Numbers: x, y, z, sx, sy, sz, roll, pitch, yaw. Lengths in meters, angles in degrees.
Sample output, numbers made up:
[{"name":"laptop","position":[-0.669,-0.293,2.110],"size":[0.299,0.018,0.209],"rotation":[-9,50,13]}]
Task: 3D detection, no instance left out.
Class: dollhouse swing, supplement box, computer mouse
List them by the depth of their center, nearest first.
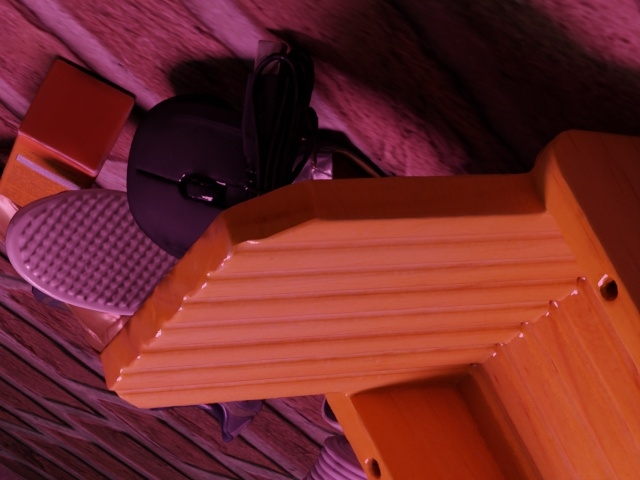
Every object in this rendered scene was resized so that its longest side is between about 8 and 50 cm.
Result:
[{"name":"dollhouse swing","position":[0.085,0.124,1.246],"size":[0.315,0.305,0.347],"rotation":[63,145,13]},{"name":"computer mouse","position":[-0.088,-0.052,1.436],"size":[0.072,0.188,0.272],"rotation":[4,-176,-23]},{"name":"supplement box","position":[-0.223,-0.078,1.688],"size":[0.080,0.078,0.233],"rotation":[27,163,-6]}]

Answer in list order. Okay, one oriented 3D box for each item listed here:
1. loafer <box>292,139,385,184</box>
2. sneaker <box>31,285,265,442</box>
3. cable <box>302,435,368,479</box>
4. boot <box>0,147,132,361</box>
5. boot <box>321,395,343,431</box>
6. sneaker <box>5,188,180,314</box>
[{"name":"loafer","position":[0.042,-0.019,1.516],"size":[0.170,0.062,0.061],"rotation":[33,157,-30]},{"name":"sneaker","position":[-0.187,0.119,2.179],"size":[0.300,0.121,0.111],"rotation":[25,164,0]},{"name":"cable","position":[0.107,0.305,2.279],"size":[0.257,0.089,0.257],"rotation":[20,-175,-23]},{"name":"boot","position":[-0.256,0.015,1.984],"size":[0.269,0.089,0.236],"rotation":[48,166,-23]},{"name":"boot","position":[0.135,0.224,2.109],"size":[0.176,0.088,0.244],"rotation":[36,169,-35]},{"name":"sneaker","position":[-0.157,0.006,1.680],"size":[0.282,0.102,0.161],"rotation":[5,-176,-33]}]
